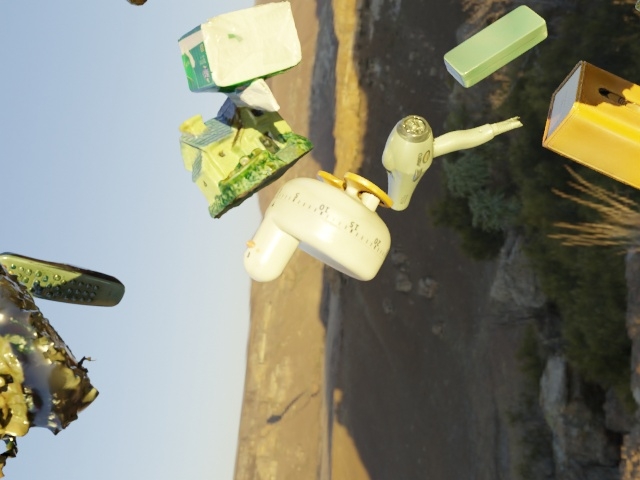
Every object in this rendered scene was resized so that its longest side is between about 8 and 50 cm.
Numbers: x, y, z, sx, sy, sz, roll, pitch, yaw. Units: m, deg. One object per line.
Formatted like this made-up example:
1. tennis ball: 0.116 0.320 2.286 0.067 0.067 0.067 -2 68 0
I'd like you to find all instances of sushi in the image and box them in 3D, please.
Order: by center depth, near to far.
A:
1. sushi: -0.395 0.152 0.737 0.218 0.238 0.225 -41 -48 -28

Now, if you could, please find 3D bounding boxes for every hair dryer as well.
1. hair dryer: 0.222 -0.142 1.228 0.229 0.267 0.092 -61 42 50

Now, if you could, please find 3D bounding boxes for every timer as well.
1. timer: 0.000 0.000 1.175 0.240 0.233 0.233 -60 1 -6

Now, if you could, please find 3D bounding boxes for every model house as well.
1. model house: -0.162 -0.180 1.260 0.214 0.189 0.195 -36 1 -30

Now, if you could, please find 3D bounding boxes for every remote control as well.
1. remote control: -0.447 0.070 1.122 0.072 0.222 0.042 -57 35 24

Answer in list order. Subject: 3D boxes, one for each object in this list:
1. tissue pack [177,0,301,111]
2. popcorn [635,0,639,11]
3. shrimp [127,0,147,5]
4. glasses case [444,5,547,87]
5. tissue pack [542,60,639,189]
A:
1. tissue pack: -0.131 -0.286 1.072 0.209 0.148 0.156 25 131 65
2. popcorn: 0.616 -0.447 1.042 0.256 0.255 0.195 -62 -6 13
3. shrimp: -0.397 -0.601 1.356 0.217 0.051 0.150 77 -149 -50
4. glasses case: 0.331 -0.368 1.241 0.078 0.184 0.039 60 -176 39
5. tissue pack: 0.689 -0.271 1.536 0.145 0.274 0.194 115 178 -58
